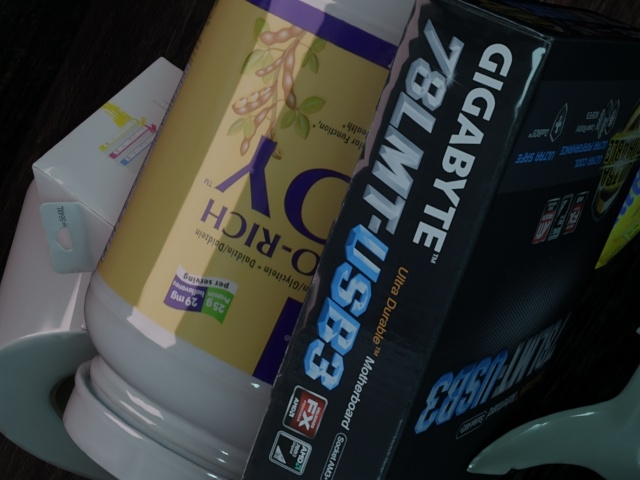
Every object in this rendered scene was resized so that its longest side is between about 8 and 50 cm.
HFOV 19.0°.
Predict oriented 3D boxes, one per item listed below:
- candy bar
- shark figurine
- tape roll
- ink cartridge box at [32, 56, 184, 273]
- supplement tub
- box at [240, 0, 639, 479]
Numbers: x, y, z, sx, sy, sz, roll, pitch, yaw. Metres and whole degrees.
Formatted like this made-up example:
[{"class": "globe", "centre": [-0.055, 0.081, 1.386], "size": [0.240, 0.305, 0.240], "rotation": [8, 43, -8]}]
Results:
[{"class": "candy bar", "centre": [0.189, -0.041, 1.042], "size": [0.161, 0.018, 0.040], "rotation": [-51, 24, 39]}, {"class": "shark figurine", "centre": [0.176, 0.027, 0.854], "size": [0.278, 0.116, 0.166], "rotation": [-32, 38, 58]}, {"class": "tape roll", "centre": [-0.122, 0.062, 1.440], "size": [0.246, 0.246, 0.169], "rotation": [-44, 29, 50]}, {"class": "ink cartridge box", "centre": [-0.122, -0.034, 1.300], "size": [0.143, 0.090, 0.092], "rotation": [-44, -25, -24]}, {"class": "supplement tub", "centre": [0.000, 0.000, 1.173], "size": [0.331, 0.241, 0.241], "rotation": [-66, 18, 7]}, {"class": "box", "centre": [0.069, 0.028, 0.937], "size": [0.295, 0.073, 0.293], "rotation": [-11, -57, -68]}]
